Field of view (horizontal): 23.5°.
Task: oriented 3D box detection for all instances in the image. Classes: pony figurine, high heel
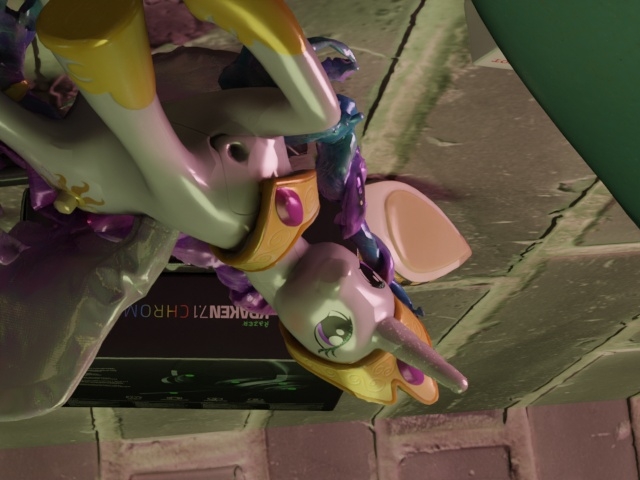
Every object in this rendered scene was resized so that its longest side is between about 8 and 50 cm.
[{"bbox_3d":[-0.110,-0.042,0.850,0.351,0.302,0.363,15,153,37],"label":"pony figurine"},{"bbox_3d":[0.000,0.000,1.429,0.261,0.093,0.186,11,165,-41],"label":"high heel"}]

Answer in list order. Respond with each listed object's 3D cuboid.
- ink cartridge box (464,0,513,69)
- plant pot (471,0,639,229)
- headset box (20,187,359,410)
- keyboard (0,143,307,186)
[{"bbox_3d":[0.162,-0.151,0.976,0.089,0.052,0.122,3,164,-31],"label":"ink cartridge box"},{"bbox_3d":[0.175,-0.152,0.574,0.293,0.293,0.235,-16,146,34],"label":"plant pot"},{"bbox_3d":[-0.099,0.052,1.198,0.246,0.131,0.283,1,167,-2],"label":"headset box"},{"bbox_3d":[-0.166,-0.061,1.139,0.317,0.033,0.201,-5,-176,3],"label":"keyboard"}]
